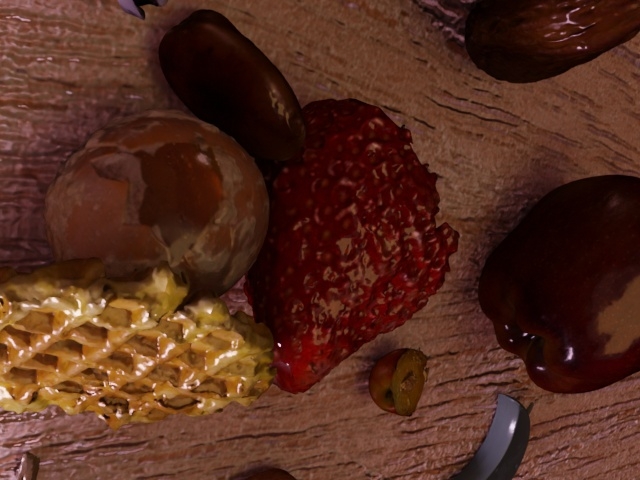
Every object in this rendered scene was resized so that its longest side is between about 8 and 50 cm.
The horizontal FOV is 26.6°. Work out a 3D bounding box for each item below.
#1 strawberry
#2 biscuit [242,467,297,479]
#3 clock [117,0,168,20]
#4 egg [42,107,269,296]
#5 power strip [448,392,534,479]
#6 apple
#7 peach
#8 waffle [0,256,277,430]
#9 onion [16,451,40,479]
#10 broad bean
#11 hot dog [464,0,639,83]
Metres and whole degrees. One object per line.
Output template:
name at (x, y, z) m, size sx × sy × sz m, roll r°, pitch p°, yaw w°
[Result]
strawberry at (0.002, 0.001, 1.408) m, size 0.257 × 0.261 × 0.261 m, roll -28°, pitch 131°, yaw -19°
biscuit at (-0.096, 0.374, 1.652) m, size 0.186 × 0.036 × 0.192 m, roll -26°, pitch 129°, yaw -37°
clock at (-0.127, -0.338, 1.183) m, size 0.253 × 0.083 × 0.186 m, roll -49°, pitch 140°, yaw -21°
egg at (-0.145, -0.024, 1.248) m, size 0.233 × 0.195 × 0.195 m, roll -10°, pitch 117°, yaw -45°
power strip at (0.261, 0.322, 2.050) m, size 0.216 × 0.044 × 0.137 m, roll -51°, pitch 141°, yaw -17°
apple at (0.386, 0.059, 1.874) m, size 0.317 × 0.288 × 0.288 m, roll -36°, pitch 135°, yaw -20°
peach at (0.097, 0.178, 1.758) m, size 0.098 × 0.061 × 0.098 m, roll -20°, pitch 113°, yaw -57°
waffle at (-0.200, 0.095, 1.188) m, size 0.302 × 0.325 × 0.068 m, roll 64°, pitch 26°, yaw -63°
onion at (-0.257, 0.443, 1.308) m, size 0.358 × 0.345 × 0.358 m, roll -21°, pitch 134°, yaw -24°
broad bean at (-0.079, -0.145, 1.300) m, size 0.084 × 0.165 × 0.114 m, roll -46°, pitch 174°, yaw -18°
hot dog at (0.290, -0.304, 1.570) m, size 0.267 × 0.174 × 0.387 m, roll -56°, pitch -177°, yaw -3°
